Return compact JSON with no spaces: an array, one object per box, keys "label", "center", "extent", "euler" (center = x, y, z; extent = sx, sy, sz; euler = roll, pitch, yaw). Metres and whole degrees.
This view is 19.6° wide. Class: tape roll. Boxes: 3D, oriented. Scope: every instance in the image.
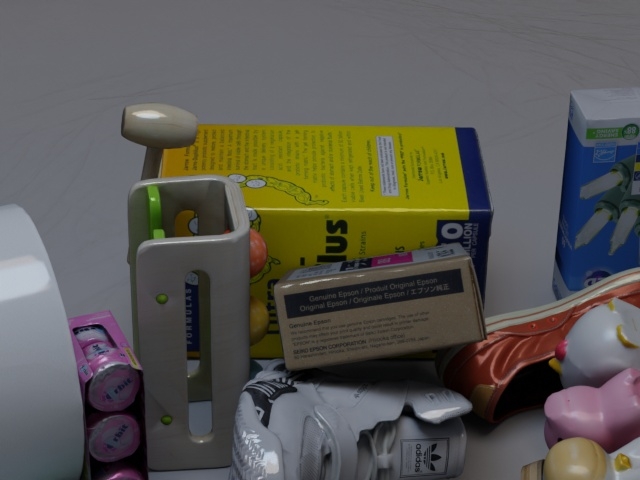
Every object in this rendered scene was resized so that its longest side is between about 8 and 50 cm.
[{"label":"tape roll","center":[-0.314,0.109,1.778],"extent":[0.100,0.286,0.286],"euler":[-13,34,-20]}]

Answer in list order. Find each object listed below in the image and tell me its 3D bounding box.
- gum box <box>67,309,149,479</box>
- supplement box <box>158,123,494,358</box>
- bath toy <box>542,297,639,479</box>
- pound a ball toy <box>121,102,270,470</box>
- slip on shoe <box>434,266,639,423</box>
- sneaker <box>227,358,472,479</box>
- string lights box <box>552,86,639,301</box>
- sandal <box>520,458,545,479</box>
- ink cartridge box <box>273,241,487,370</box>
[{"label":"gum box","center":[-0.211,0.168,1.775],"extent":[0.062,0.188,0.107],"euler":[-12,34,-21]},{"label":"supplement box","center":[0.000,0.000,2.053],"extent":[0.357,0.194,0.195],"euler":[0,31,-2]},{"label":"bath toy","center":[0.273,0.194,1.762],"extent":[0.151,0.129,0.348],"euler":[27,32,-15]},{"label":"pound a ball toy","center":[-0.123,0.041,1.861],"extent":[0.136,0.319,0.208],"euler":[-3,32,-8]},{"label":"slip on shoe","center":[0.286,0.114,1.967],"extent":[0.331,0.123,0.101],"euler":[-16,50,-20]},{"label":"sneaker","center":[0.031,0.196,1.718],"extent":[0.210,0.137,0.366],"euler":[7,8,4]},{"label":"string lights box","center":[0.340,-0.040,2.069],"extent":[0.133,0.259,0.076],"euler":[-3,31,-7]},{"label":"sandal","center":[0.181,0.293,1.722],"extent":[0.079,0.088,0.240],"euler":[-25,19,18]},{"label":"ink cartridge box","center":[0.058,0.062,1.840],"extent":[0.193,0.088,0.234],"euler":[-10,2,2]}]
